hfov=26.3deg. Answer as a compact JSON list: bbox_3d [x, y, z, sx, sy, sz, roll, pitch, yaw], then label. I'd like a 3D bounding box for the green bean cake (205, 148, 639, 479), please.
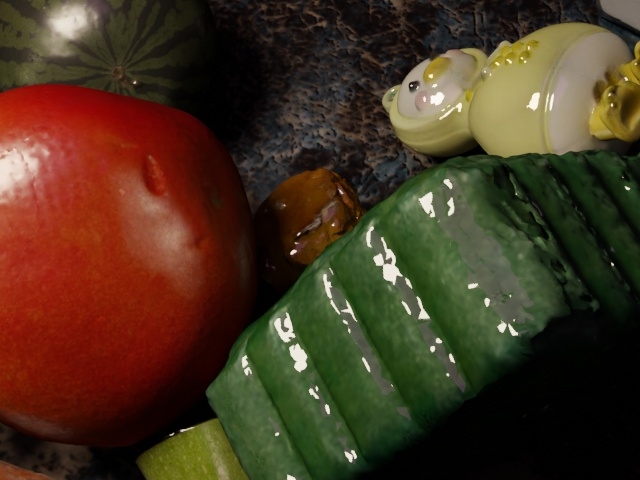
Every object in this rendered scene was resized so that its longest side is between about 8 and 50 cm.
[{"bbox_3d":[0.109,0.070,1.003,0.308,0.300,0.169,-43,65,35],"label":"green bean cake"}]

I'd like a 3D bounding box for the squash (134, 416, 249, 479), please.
[{"bbox_3d":[-0.072,0.208,1.059,0.105,0.105,0.132,-24,74,-2],"label":"squash"}]

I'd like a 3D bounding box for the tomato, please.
[{"bbox_3d":[-0.169,0.007,1.065,0.226,0.298,0.298,-27,52,29],"label":"tomato"}]

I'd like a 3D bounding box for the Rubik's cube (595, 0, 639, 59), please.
[{"bbox_3d":[0.442,-0.241,1.047,0.359,0.363,0.362,33,71,31],"label":"Rubik's cube"}]

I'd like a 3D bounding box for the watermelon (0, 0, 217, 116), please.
[{"bbox_3d":[-0.196,-0.172,1.237,0.212,0.212,0.212,-6,58,9],"label":"watermelon"}]

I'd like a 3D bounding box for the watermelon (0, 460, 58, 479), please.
[{"bbox_3d":[-0.222,0.215,1.066,0.241,0.154,0.094,18,64,6],"label":"watermelon"}]

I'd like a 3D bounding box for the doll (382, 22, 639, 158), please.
[{"bbox_3d":[0.156,-0.119,1.144,0.296,0.117,0.141,9,61,43],"label":"doll"}]

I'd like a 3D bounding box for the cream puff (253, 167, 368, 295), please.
[{"bbox_3d":[0.000,0.000,1.161,0.122,0.094,0.116,-4,52,38],"label":"cream puff"}]
